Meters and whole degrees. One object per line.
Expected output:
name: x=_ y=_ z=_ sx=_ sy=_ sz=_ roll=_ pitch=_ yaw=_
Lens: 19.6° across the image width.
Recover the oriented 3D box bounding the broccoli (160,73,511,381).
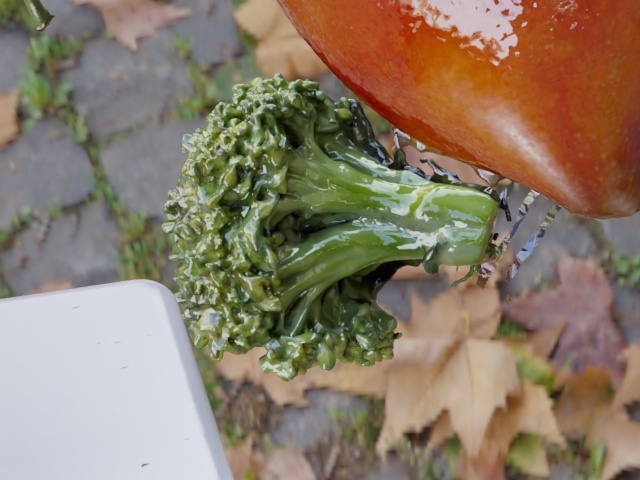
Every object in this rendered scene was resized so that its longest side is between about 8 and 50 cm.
broccoli: x=-0.017 y=0.003 z=1.395 sx=0.273 sy=0.242 sz=0.180 roll=11 pitch=25 yaw=39

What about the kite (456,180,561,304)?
kite: x=0.187 y=-0.068 z=1.484 sx=0.245 sy=0.015 sz=0.141 roll=-62 pitch=35 yaw=7

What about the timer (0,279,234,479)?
timer: x=-0.154 y=0.160 z=0.990 sx=0.194 sy=0.195 sz=0.192 roll=-9 pitch=41 yaw=-12

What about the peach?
peach: x=0.099 y=-0.190 z=1.048 sx=0.258 sy=0.201 sz=0.361 roll=-21 pitch=68 yaw=-8

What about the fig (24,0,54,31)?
fig: x=-0.290 y=-0.275 z=1.670 sx=0.149 sy=0.245 sz=0.149 roll=-3 pitch=68 yaw=8
